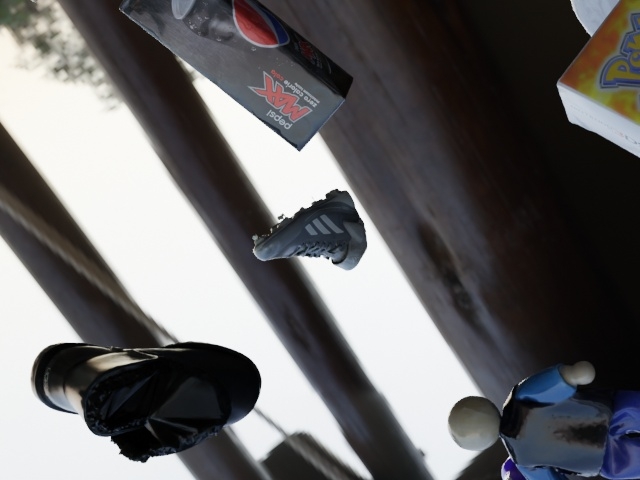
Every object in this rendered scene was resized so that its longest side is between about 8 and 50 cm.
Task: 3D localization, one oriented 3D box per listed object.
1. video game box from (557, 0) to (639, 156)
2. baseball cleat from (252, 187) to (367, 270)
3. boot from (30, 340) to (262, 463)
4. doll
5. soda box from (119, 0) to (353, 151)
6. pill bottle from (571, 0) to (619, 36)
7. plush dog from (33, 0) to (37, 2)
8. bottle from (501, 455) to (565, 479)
[{"bbox_3d":[0.239,-0.098,0.516,0.187,0.048,0.205,35,-95,31],"label":"video game box"},{"bbox_3d":[0.000,0.000,1.522,0.072,0.109,0.206,-33,180,42],"label":"baseball cleat"},{"bbox_3d":[-0.129,0.148,1.103,0.207,0.246,0.094,8,-92,60],"label":"boot"},{"bbox_3d":[0.179,0.131,0.795,0.189,0.129,0.046,4,-148,3],"label":"doll"},{"bbox_3d":[-0.059,-0.143,0.869,0.060,0.169,0.053,-48,-170,24],"label":"soda box"},{"bbox_3d":[0.396,-0.345,1.318,0.176,0.176,0.318,-18,-154,38],"label":"pill bottle"},{"bbox_3d":[-0.088,-0.265,0.677,0.225,0.262,0.210,-14,162,-1],"label":"plush dog"},{"bbox_3d":[0.300,0.387,1.691,0.283,0.092,0.118,-77,-176,-46],"label":"bottle"}]
